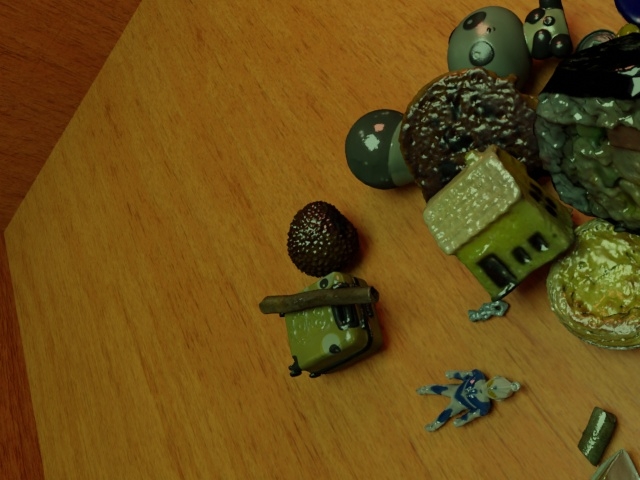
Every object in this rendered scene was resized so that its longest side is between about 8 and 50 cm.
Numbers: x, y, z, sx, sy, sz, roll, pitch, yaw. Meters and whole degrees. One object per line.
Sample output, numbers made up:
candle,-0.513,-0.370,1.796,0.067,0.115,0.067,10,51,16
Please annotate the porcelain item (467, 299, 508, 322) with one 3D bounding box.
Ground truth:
porcelain item,0.336,0.140,1.257,0.083,0.028,0.036,-25,78,35

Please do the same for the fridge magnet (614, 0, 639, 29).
fridge magnet,0.647,-0.480,1.091,0.266,0.113,0.265,-15,67,39

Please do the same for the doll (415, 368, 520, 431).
doll,0.288,0.301,1.233,0.227,0.057,0.113,-29,55,37

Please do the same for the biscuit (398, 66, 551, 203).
biscuit,0.315,-0.178,1.255,0.290,0.081,0.334,-19,99,29

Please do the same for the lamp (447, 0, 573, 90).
lamp,0.379,-0.389,1.281,0.244,0.198,0.197,-17,66,30

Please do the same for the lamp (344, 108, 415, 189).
lamp,0.203,-0.179,1.416,0.314,0.182,0.181,28,97,19

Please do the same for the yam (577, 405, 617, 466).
yam,0.466,0.330,1.061,0.043,0.043,0.094,29,97,45

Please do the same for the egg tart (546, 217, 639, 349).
egg tart,0.505,0.072,1.069,0.234,0.094,0.234,-16,64,37

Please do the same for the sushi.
sushi,0.524,-0.192,0.950,0.285,0.328,0.328,-45,27,-11

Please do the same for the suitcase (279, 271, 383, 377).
suitcase,0.028,0.197,1.452,0.235,0.143,0.193,-33,56,33

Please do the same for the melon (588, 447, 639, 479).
melon,0.461,0.444,0.998,0.139,0.093,0.202,37,108,36

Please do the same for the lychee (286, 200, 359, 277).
lychee,0.000,0.000,1.521,0.188,0.188,0.188,-15,67,40

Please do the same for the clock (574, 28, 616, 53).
clock,0.540,-0.370,1.226,0.085,0.017,0.085,-16,66,40

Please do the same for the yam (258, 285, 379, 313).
yam,-0.012,0.131,1.378,0.327,0.045,0.045,-10,90,42

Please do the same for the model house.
model house,0.318,-0.048,1.156,0.234,0.175,0.193,46,124,0
